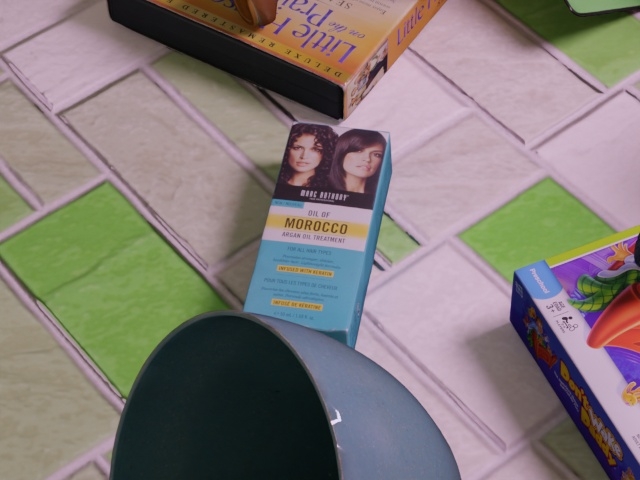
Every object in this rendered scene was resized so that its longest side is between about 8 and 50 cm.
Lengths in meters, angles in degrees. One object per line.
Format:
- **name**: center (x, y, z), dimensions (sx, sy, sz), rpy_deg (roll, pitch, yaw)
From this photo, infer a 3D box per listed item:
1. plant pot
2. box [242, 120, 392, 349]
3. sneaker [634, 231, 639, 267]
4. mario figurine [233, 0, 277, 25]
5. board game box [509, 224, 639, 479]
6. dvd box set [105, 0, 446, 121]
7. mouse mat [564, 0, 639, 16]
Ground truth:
- **plant pot**: center (-0.004, 0.202, 1.305), dimensions (0.195, 0.290, 0.290), rpy_deg (5, 40, -39)
- **box**: center (0.000, 0.000, 1.578), dimensions (0.101, 0.060, 0.244), rpy_deg (6, 52, 8)
- **sneaker**: center (0.408, -0.009, 1.435), dimensions (0.283, 0.110, 0.122), rpy_deg (-15, 55, -9)
- **mario figurine**: center (0.041, -0.328, 1.755), dimensions (0.321, 0.170, 0.198), rpy_deg (-29, 91, -8)
- **board game box**: center (0.345, 0.133, 1.439), dimensions (0.233, 0.078, 0.347), rpy_deg (-20, 53, -13)
- **dvd box set**: center (0.009, -0.331, 1.849), dimensions (0.308, 0.062, 0.420), rpy_deg (25, 56, 21)
- **mouse mat**: center (0.267, -0.320, 1.773), dimensions (0.153, 0.007, 0.189), rpy_deg (-14, 75, -45)
